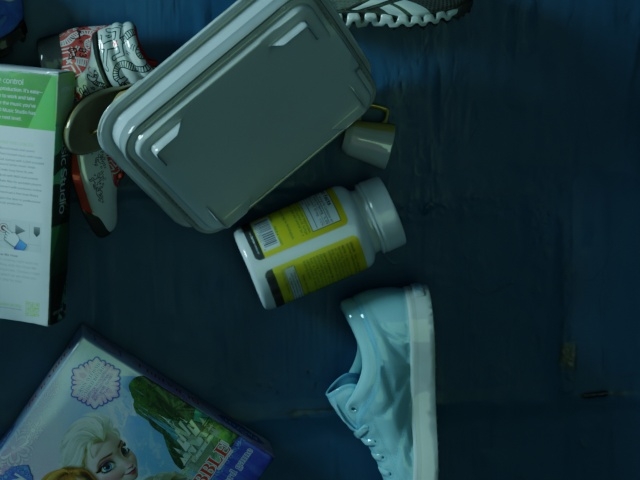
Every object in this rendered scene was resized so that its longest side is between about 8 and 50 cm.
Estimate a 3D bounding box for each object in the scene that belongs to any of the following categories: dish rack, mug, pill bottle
[{"bbox_3d":[-0.086,-0.156,1.882,0.333,0.072,0.285,-40,142,0],"label":"dish rack"},{"bbox_3d":[0.063,-0.137,2.003,0.064,0.078,0.062,13,133,-3],"label":"mug"},{"bbox_3d":[0.000,0.000,1.986,0.208,0.119,0.119,-23,106,-3],"label":"pill bottle"}]

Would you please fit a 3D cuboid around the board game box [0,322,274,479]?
[{"bbox_3d":[-0.281,0.329,2.042,0.318,0.066,0.319,34,95,-15],"label":"board game box"}]

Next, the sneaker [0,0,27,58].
[{"bbox_3d":[-0.422,-0.257,1.855,0.058,0.152,0.085,1,114,35],"label":"sneaker"}]

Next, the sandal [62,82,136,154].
[{"bbox_3d":[-0.234,-0.157,1.857,0.180,0.049,0.072,-21,117,-21],"label":"sandal"}]

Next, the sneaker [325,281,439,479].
[{"bbox_3d":[0.082,0.240,2.060,0.150,0.135,0.366,-2,95,-1],"label":"sneaker"}]

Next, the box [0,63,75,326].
[{"bbox_3d":[-0.429,-0.065,1.888,0.232,0.058,0.322,8,104,13],"label":"box"}]

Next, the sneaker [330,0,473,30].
[{"bbox_3d":[0.084,-0.326,1.944,0.234,0.078,0.106,-4,106,-6],"label":"sneaker"}]

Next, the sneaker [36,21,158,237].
[{"bbox_3d":[-0.259,-0.145,1.922,0.145,0.090,0.270,-15,102,-3],"label":"sneaker"}]
